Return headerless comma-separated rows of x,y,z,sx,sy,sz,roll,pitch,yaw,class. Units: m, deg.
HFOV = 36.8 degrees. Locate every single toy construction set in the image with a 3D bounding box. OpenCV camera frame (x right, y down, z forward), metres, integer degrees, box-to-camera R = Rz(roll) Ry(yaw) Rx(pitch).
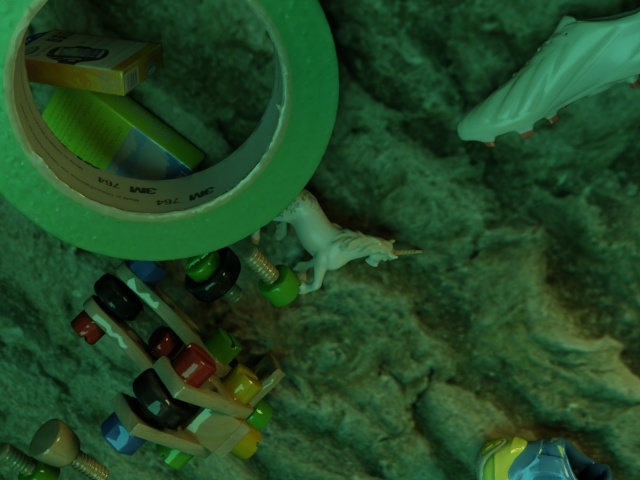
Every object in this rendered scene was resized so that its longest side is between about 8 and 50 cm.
-0.141,0.182,0.968,0.257,0.309,0.237,8,148,49,toy construction set

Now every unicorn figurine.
0.000,0.000,0.949,0.162,0.060,0.111,44,124,-8,unicorn figurine

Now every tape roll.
-0.147,-0.138,0.836,0.321,0.077,0.321,-4,119,-8,tape roll

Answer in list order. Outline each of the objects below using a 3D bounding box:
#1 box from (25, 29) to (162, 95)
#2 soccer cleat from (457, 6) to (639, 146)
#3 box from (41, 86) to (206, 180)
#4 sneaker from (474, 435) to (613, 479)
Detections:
-0.230,-0.173,0.924,0.136,0.081,0.028,9,122,16,box
0.197,-0.142,0.795,0.196,0.068,0.076,-23,103,22,soccer cleat
-0.202,-0.086,0.985,0.178,0.042,0.109,38,125,-4,box
0.262,0.304,1.007,0.126,0.091,0.240,-23,107,29,sneaker
